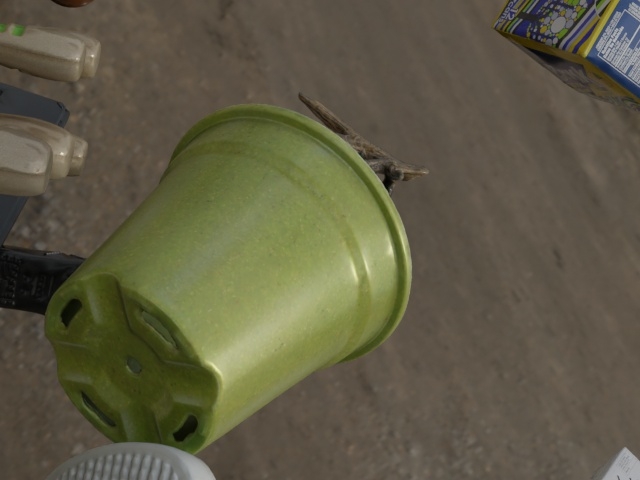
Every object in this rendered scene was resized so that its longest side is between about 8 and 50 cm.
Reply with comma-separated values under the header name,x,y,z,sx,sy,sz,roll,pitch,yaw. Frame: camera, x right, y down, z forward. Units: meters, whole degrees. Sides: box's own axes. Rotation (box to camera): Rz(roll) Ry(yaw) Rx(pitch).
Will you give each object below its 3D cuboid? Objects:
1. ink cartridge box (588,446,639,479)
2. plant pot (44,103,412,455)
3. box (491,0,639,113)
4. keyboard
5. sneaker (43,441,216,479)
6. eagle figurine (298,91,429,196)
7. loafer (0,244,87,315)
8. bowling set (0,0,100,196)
name,x,y,z,sx,sy,sz,roll,pitch,yaw
ink cartridge box,0.258,0.277,1.176,0.097,0.046,0.207,46,38,8
plant pot,-0.098,0.054,1.178,0.276,0.276,0.254,50,44,-1
box,0.136,-0.131,0.472,0.054,0.169,0.059,30,3,-33
keyboard,-0.399,-0.090,1.406,0.201,0.033,0.317,19,34,-6
sneaker,-0.176,0.269,1.145,0.150,0.366,0.135,6,60,-43
eagle figurine,0.005,-0.001,1.699,0.225,0.298,0.226,3,38,-52
loafer,-0.272,0.043,1.396,0.220,0.080,0.078,19,10,-17
bowling set,-0.257,-0.146,1.034,0.154,0.200,0.287,13,2,-5
